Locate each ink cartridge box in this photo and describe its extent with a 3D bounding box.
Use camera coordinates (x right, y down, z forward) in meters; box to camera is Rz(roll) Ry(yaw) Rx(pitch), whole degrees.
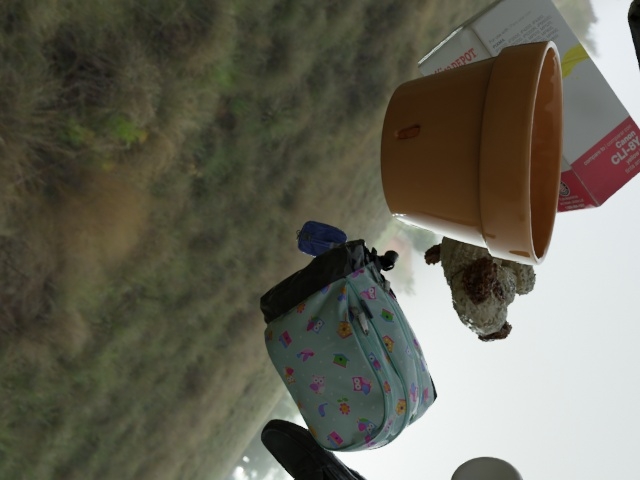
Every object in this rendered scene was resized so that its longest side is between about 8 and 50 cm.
[{"bbox_3d":[0.383,-0.246,1.331,0.160,0.385,0.279,-38,-174,-9],"label":"ink cartridge box"}]

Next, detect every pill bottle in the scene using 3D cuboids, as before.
[{"bbox_3d":[0.313,0.522,1.310,0.130,0.130,0.246,-49,134,-46],"label":"pill bottle"}]

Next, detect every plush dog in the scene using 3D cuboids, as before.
[{"bbox_3d":[0.305,0.075,1.403,0.226,0.210,0.262,-86,154,-45],"label":"plush dog"}]

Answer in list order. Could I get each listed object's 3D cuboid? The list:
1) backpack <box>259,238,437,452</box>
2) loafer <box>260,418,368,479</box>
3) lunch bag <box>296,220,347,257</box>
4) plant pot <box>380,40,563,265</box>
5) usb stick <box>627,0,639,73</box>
[{"bbox_3d":[0.025,0.108,0.693,0.115,0.182,0.152,-16,164,-48],"label":"backpack"},{"bbox_3d":[-0.006,0.364,1.127,0.078,0.223,0.076,-33,156,-57],"label":"loafer"},{"bbox_3d":[0.000,0.000,1.381,0.065,0.098,0.067,-179,-74,-86],"label":"lunch bag"},{"bbox_3d":[0.210,-0.120,0.991,0.291,0.203,0.291,5,90,-65],"label":"plant pot"},{"bbox_3d":[0.276,-0.055,0.537,0.045,0.278,0.077,-12,-151,26],"label":"usb stick"}]
